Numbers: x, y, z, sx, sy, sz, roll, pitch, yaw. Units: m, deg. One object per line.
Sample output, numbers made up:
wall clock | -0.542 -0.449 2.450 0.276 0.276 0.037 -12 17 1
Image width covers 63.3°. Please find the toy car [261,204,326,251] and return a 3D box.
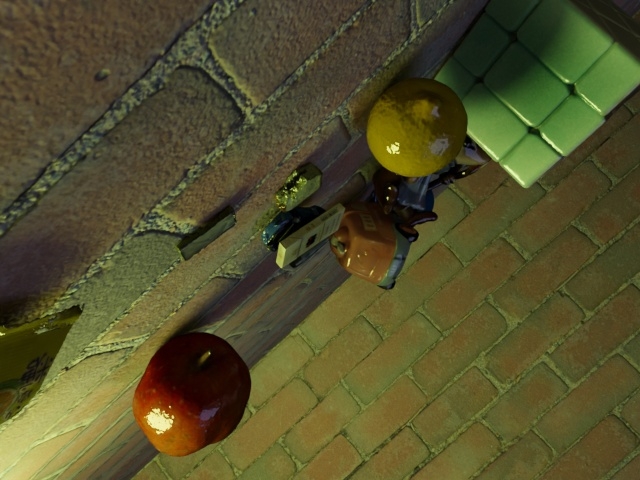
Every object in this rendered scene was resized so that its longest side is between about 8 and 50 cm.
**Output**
toy car | -0.060 -0.034 1.124 0.103 0.063 0.216 -48 161 21

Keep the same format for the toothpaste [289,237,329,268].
toothpaste | 0.000 0.000 1.506 0.239 0.039 0.062 -38 172 -29

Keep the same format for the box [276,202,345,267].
box | -0.021 -0.011 1.112 0.167 0.024 0.090 -35 162 -25

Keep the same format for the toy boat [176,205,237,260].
toy boat | -0.192 -0.012 0.884 0.115 0.016 0.063 -38 168 -16

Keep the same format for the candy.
candy | -0.440 0.198 0.660 0.297 0.081 0.187 -45 170 15

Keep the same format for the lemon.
lemon | 0.178 -0.209 0.978 0.187 0.187 0.244 -41 170 -8

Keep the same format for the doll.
doll | 0.288 -0.192 1.338 0.340 0.209 0.318 -46 171 8

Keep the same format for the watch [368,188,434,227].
watch | 0.244 -0.099 1.584 0.171 0.196 0.200 -45 180 -43

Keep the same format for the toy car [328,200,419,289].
toy car | 0.121 -0.003 1.419 0.270 0.212 0.181 -106 -146 -60

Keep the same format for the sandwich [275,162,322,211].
sandwich | -0.044 -0.101 1.000 0.105 0.036 0.093 -40 169 -5

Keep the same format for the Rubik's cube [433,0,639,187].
Rubik's cube | 0.486 -0.357 1.112 0.318 0.322 0.316 -29 161 -45

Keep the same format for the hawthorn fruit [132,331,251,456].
hawthorn fruit | -0.295 0.344 1.240 0.287 0.287 0.330 -32 157 -42
